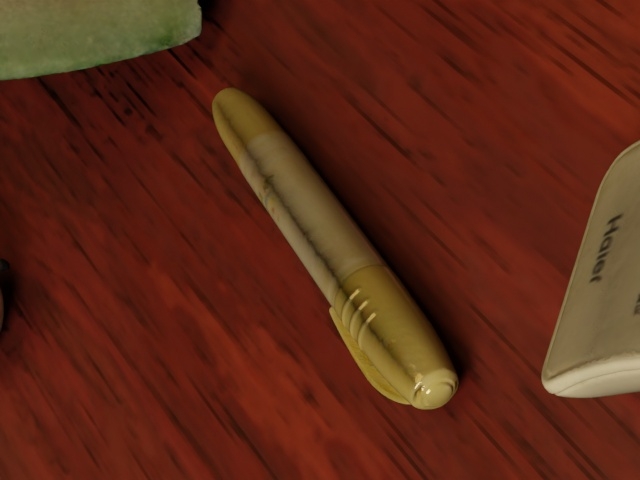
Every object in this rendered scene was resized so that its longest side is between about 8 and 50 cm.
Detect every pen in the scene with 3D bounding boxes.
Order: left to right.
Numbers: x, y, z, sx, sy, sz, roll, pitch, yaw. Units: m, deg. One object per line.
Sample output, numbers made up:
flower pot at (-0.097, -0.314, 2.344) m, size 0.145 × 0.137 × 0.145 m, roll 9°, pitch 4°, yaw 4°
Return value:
pen at (0.000, 0.000, 0.785) m, size 0.233 × 0.032 × 0.040 m, roll 54°, pitch 138°, yaw 46°

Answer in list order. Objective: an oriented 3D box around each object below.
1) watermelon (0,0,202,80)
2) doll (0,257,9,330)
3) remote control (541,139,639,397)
watermelon at (-0.159, -0.209, 0.958) m, size 0.302 × 0.151 × 0.264 m, roll -59°, pitch 36°, yaw 9°
doll at (-0.288, 0.033, 1.018) m, size 0.208 × 0.144 × 0.271 m, roll -40°, pitch 48°, yaw 0°
remote control at (0.211, -0.003, 0.540) m, size 0.313 × 0.055 × 0.109 m, roll -11°, pitch 44°, yaw 42°
